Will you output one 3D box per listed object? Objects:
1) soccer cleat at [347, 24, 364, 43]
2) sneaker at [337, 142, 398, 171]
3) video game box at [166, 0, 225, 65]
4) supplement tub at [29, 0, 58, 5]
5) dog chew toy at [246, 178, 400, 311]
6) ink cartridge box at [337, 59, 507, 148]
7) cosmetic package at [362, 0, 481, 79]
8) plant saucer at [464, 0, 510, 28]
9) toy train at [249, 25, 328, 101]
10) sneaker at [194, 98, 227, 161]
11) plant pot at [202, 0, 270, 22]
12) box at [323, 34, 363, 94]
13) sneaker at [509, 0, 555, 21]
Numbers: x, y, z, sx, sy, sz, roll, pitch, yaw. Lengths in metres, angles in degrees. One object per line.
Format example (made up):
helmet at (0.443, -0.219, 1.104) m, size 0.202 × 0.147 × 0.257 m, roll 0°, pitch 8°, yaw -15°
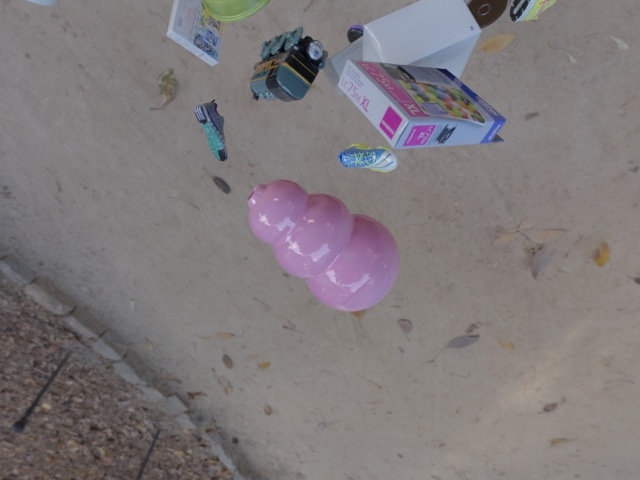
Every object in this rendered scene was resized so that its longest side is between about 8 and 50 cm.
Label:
soccer cleat at (0.222, -0.880, 1.751) m, size 0.108 × 0.318 × 0.116 m, roll 15°, pitch 101°, yaw 38°
sneaker at (0.152, -0.275, 1.402) m, size 0.126 × 0.240 × 0.091 m, roll -25°, pitch 119°, yaw -26°
video game box at (-0.428, -0.753, 1.417) m, size 0.048 × 0.205 × 0.187 m, roll -9°, pitch 159°, yaw 41°
supplement tub at (-0.835, -0.901, 1.169) m, size 0.241 × 0.241 × 0.331 m, roll 34°, pitch 115°, yaw -19°
dog chew toy at (0.000, 0.000, 0.812) m, size 0.332 × 0.206 × 0.206 m, roll 35°, pitch 128°, yaw -20°
ink cartridge box at (0.205, -0.251, 0.743) m, size 0.311 × 0.186 × 0.065 m, roll -10°, pitch 144°, yaw -35°
cosmetic package at (0.226, -0.440, 0.981) m, size 0.224 × 0.138 × 0.224 m, roll -24°, pitch 170°, yaw -1°
plant saucer at (0.539, -0.774, 1.340) m, size 0.198 × 0.036 × 0.198 m, roll -6°, pitch 158°, yaw -2°
toy train at (-0.113, -0.514, 1.220) m, size 0.142 × 0.334 × 0.190 m, roll 32°, pitch 86°, yaw -34°
sneaker at (-0.387, -0.418, 1.543) m, size 0.083 × 0.098 × 0.223 m, roll 10°, pitch 130°, yaw 38°
plant pot at (-0.256, -0.736, 0.980) m, size 0.276 × 0.276 × 0.254 m, roll -14°, pitch 163°, yaw 21°
box at (0.115, -0.562, 1.283) m, size 0.181 × 0.182 × 0.119 m, roll -33°, pitch 110°, yaw 1°
sneaker at (0.626, -0.698, 1.115) m, size 0.094 × 0.081 × 0.208 m, roll -1°, pitch 161°, yaw -17°
